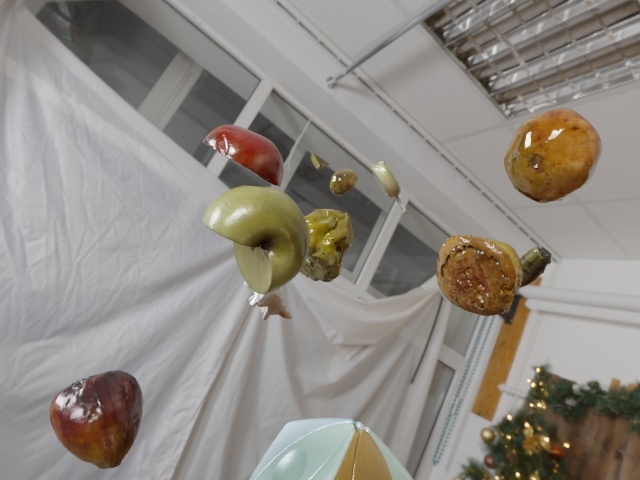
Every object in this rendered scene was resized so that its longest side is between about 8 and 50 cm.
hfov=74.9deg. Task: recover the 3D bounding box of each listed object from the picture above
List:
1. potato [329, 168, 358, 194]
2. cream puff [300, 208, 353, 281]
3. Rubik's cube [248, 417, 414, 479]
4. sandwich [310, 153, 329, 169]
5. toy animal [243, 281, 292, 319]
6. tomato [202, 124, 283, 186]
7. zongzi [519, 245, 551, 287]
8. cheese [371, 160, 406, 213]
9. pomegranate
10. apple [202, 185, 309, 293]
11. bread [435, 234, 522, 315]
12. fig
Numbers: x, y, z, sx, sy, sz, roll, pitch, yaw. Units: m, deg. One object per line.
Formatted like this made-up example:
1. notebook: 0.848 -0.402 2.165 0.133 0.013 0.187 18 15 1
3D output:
1. potato: 0.131 -0.338 2.385 0.137 0.176 0.137 38 -11 8
2. cream puff: -0.001 0.001 1.748 0.291 0.257 0.324 30 -28 24
3. Rubik's cube: 0.023 0.717 1.109 0.352 0.347 0.351 49 -43 -13
4. sandwich: -0.004 -0.292 1.596 0.083 0.044 0.031 27 -40 -27
5. toy animal: -0.219 0.268 1.774 0.140 0.138 0.282 51 -16 41
6. tomato: -0.271 -0.344 1.593 0.338 0.144 0.338 29 4 -2
7. zongzi: 0.976 0.108 1.889 0.112 0.242 0.221 56 -43 28
8. cheese: 0.282 -0.206 1.656 0.227 0.064 0.137 57 8 -12
9. pomegranate: 0.611 -0.222 1.111 0.248 0.248 0.248 26 -15 7
10. apple: -0.158 -0.023 1.147 0.295 0.233 0.258 60 -10 -24
11. bread: 0.669 0.130 1.755 0.358 0.204 0.337 23 -56 48
12. fig: -0.595 0.471 1.137 0.263 0.224 0.224 37 -7 35
